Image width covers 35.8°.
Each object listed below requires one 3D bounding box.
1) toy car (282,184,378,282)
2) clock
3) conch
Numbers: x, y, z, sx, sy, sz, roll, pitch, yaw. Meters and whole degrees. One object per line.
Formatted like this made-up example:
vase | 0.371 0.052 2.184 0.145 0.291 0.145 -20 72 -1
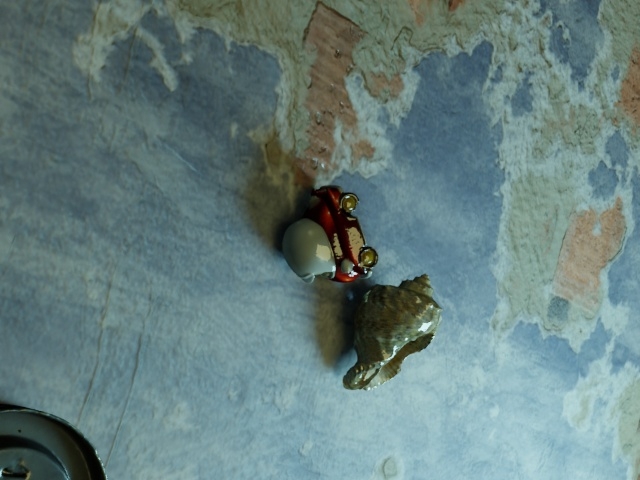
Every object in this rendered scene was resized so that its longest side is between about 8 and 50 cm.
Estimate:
toy car | 0.000 0.000 1.366 0.112 0.112 0.139 -20 101 -24
clock | -0.365 0.313 1.082 0.280 0.055 0.281 -8 102 -43
conch | 0.112 0.143 1.471 0.155 0.130 0.207 28 91 -30
